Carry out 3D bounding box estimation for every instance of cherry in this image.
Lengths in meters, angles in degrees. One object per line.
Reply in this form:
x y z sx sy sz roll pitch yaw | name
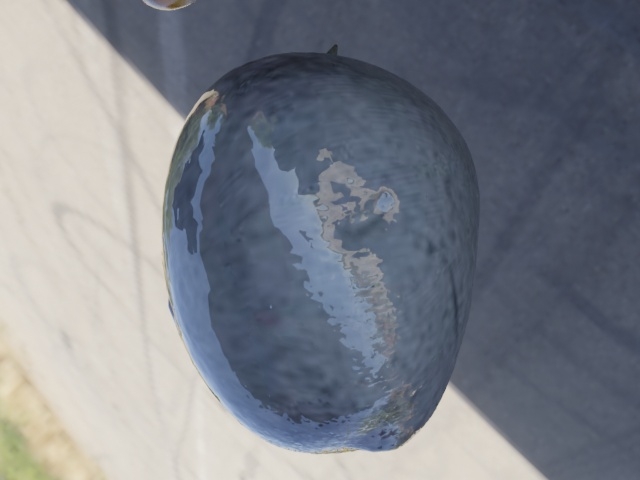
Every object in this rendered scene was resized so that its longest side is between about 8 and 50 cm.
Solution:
0.000 0.000 0.967 0.255 0.218 0.296 124 142 -63 | cherry

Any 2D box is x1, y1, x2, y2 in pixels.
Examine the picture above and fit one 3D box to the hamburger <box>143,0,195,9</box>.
-0.017 -0.262 0.709 0.186 0.303 0.261 55 -177 5 | hamburger
